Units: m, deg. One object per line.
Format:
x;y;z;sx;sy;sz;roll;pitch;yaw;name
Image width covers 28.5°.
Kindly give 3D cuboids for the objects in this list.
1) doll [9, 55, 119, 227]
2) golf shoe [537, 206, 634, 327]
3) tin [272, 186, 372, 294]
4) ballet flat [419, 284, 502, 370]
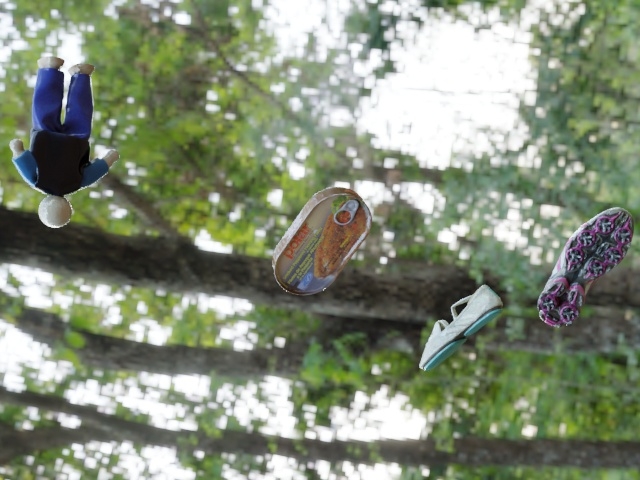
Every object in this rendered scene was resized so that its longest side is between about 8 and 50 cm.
-0.289;-0.108;1.423;0.129;0.046;0.188;10;-101;-32;doll
0.343;0.023;1.634;0.186;0.067;0.086;-58;-1;32;golf shoe
0.000;0.000;1.928;0.106;0.040;0.189;24;-66;-31;tin
0.202;0.127;1.871;0.057;0.168;0.052;2;-130;-57;ballet flat
